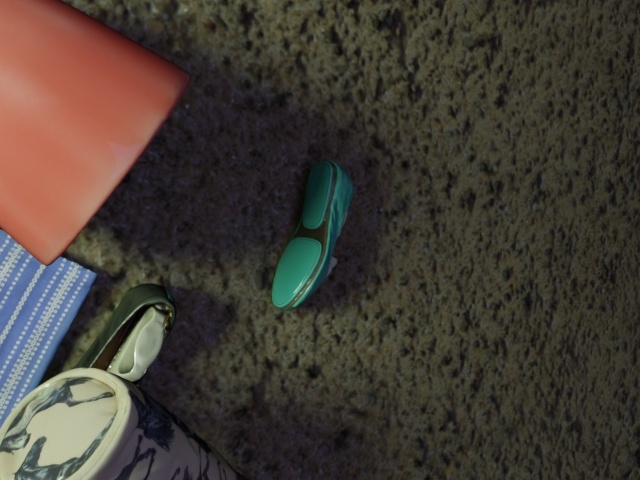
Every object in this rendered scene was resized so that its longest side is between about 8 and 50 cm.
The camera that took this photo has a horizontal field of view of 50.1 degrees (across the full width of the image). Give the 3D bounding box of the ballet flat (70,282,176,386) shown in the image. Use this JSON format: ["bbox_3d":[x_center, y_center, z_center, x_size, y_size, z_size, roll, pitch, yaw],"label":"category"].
[{"bbox_3d":[-0.274,0.181,0.884,0.095,0.096,0.280,34,74,-33],"label":"ballet flat"}]

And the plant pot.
[{"bbox_3d":[-0.320,-0.149,0.752,0.243,0.275,0.275,37,72,-20],"label":"plant pot"}]

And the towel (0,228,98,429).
[{"bbox_3d":[-0.459,0.072,0.790,0.336,0.040,0.243,32,76,-31],"label":"towel"}]

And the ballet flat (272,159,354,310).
[{"bbox_3d":[0.000,0.000,1.071,0.087,0.083,0.247,23,81,-47],"label":"ballet flat"}]

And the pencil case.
[{"bbox_3d":[-0.209,0.306,0.820,0.183,0.160,0.410,-39,136,-10],"label":"pencil case"}]
